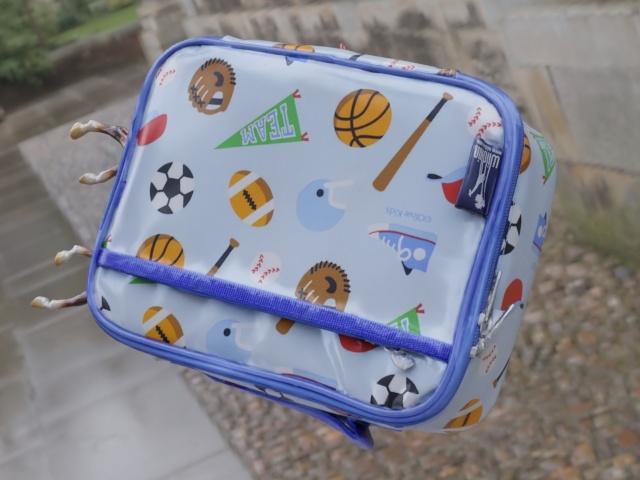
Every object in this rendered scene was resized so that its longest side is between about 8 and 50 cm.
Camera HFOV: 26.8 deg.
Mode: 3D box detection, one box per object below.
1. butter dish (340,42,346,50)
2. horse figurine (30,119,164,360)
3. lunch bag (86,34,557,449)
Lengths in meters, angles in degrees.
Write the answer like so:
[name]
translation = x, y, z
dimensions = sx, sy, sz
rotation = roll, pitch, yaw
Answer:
[butter dish]
translation = -0.016, -0.113, 1.471
dimensions = 0.118, 0.160, 0.160
rotation = 0, 49, 1
[horse figurine]
translation = -0.163, -0.020, 1.242
dimensions = 0.174, 0.263, 0.066
rotation = 6, -16, 20
[lunch bag]
translation = 0.000, 0.000, 0.889
dimensions = 0.303, 0.243, 0.115
rotation = 14, -7, 28
